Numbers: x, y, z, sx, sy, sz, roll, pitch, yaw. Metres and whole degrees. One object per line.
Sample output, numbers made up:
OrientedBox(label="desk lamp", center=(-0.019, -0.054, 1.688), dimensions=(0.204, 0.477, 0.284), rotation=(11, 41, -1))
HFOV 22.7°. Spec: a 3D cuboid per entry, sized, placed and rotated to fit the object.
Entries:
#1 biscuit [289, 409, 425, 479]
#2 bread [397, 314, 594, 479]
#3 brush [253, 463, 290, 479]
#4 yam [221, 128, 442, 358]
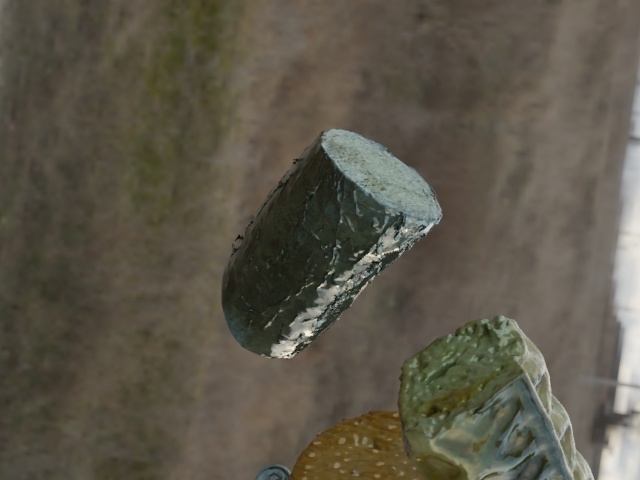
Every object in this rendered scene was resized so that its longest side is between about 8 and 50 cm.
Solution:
OrientedBox(label="biscuit", center=(0.084, 0.304, 1.934), dimensions=(0.254, 0.254, 0.035), rotation=(-71, 162, -46))
OrientedBox(label="bread", center=(0.160, 0.194, 1.406), dimensions=(0.152, 0.130, 0.268), rotation=(-45, 131, -21))
OrientedBox(label="brush", center=(-0.135, 0.405, 2.034), dimensions=(0.297, 0.068, 0.060), rotation=(-53, 167, -12))
OrientedBox(label="yam", center=(0.000, 0.000, 1.139), dimensions=(0.183, 0.107, 0.107), rotation=(-49, -169, 36))
